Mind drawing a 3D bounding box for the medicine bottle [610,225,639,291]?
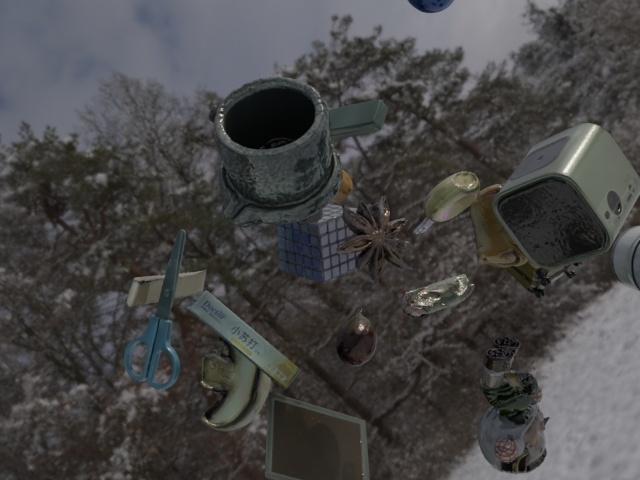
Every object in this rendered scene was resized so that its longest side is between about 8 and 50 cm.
[{"bbox_3d":[0.621,0.046,1.213,0.143,0.143,0.258,-53,13,0],"label":"medicine bottle"}]

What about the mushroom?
[{"bbox_3d":[-0.222,0.396,1.995,0.164,0.189,0.267,43,-138,-63],"label":"mushroom"}]

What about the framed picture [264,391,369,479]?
[{"bbox_3d":[-0.008,0.518,1.781,0.019,0.296,0.232,-50,27,38],"label":"framed picture"}]

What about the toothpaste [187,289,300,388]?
[{"bbox_3d":[-0.190,0.244,1.774,0.071,0.313,0.089,-50,10,-13],"label":"toothpaste"}]

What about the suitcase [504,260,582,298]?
[{"bbox_3d":[0.722,0.048,2.378,0.193,0.235,0.143,-27,-33,-22],"label":"suitcase"}]

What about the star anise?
[{"bbox_3d":[0.111,0.003,1.509,0.195,0.183,0.065,-12,-7,-32],"label":"star anise"}]

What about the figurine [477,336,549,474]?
[{"bbox_3d":[0.461,0.419,1.745,0.281,0.167,0.370,-40,-55,-50],"label":"figurine"}]

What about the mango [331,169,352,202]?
[{"bbox_3d":[-0.080,-0.196,2.100,0.187,0.359,0.144,93,-172,-72],"label":"mango"}]

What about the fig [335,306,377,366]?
[{"bbox_3d":[0.091,0.240,1.812,0.109,0.155,0.103,-18,-42,19],"label":"fig"}]

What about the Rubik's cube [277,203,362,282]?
[{"bbox_3d":[0.000,0.000,2.667,0.238,0.236,0.238,-19,-69,-43],"label":"Rubik's cube"}]

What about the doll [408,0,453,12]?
[{"bbox_3d":[0.306,-0.710,1.817,0.257,0.161,0.215,-58,-2,-13],"label":"doll"}]

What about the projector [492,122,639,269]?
[{"bbox_3d":[0.617,-0.109,1.788,0.248,0.249,0.249,-26,16,51],"label":"projector"}]

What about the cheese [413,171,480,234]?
[{"bbox_3d":[0.300,-0.081,1.763,0.137,0.064,0.227,-11,-28,-36],"label":"cheese"}]

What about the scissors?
[{"bbox_3d":[-0.436,0.187,1.995,0.029,0.192,0.448,9,-85,-62],"label":"scissors"}]

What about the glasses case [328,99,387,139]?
[{"bbox_3d":[0.079,-0.303,1.808,0.039,0.184,0.078,41,-122,-40],"label":"glasses case"}]

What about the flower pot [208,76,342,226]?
[{"bbox_3d":[-0.107,-0.165,1.557,0.299,0.299,0.283,-46,-28,-23],"label":"flower pot"}]

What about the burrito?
[{"bbox_3d":[0.375,0.175,2.240,0.309,0.096,0.066,-16,-34,-37],"label":"burrito"}]

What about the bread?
[{"bbox_3d":[0.474,-0.036,1.905,0.134,0.225,0.081,-15,-11,29],"label":"bread"}]

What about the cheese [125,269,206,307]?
[{"bbox_3d":[-0.445,0.138,2.110,0.400,0.034,0.085,-5,-66,-70],"label":"cheese"}]
